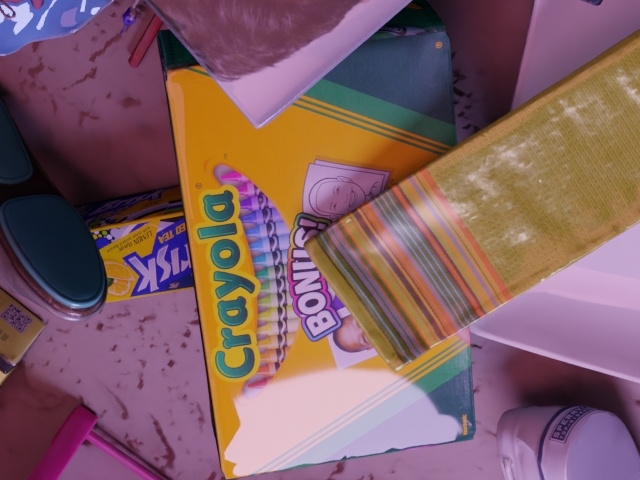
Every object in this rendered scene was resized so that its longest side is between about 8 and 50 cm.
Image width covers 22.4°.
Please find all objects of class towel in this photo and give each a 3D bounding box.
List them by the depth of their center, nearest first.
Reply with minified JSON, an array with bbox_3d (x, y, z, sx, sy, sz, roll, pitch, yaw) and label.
[{"bbox_3d":[0.112,-0.019,0.922,0.237,0.021,0.102,-32,111,16],"label":"towel"}]

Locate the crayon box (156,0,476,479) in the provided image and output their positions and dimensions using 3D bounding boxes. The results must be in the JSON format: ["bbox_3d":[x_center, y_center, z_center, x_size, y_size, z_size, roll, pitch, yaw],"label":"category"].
[{"bbox_3d":[0.000,0.000,0.994,0.165,0.081,0.278,-9,115,-5],"label":"crayon box"}]

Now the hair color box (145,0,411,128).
[{"bbox_3d":[0.052,-0.249,0.795,0.374,0.113,0.185,-40,99,13],"label":"hair color box"}]

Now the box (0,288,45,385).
[{"bbox_3d":[-0.303,0.123,1.224,0.087,0.058,0.232,38,122,-3],"label":"box"}]

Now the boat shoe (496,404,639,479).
[{"bbox_3d":[0.189,0.218,1.091,0.084,0.095,0.258,5,120,50],"label":"boat shoe"}]

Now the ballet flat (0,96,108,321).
[{"bbox_3d":[-0.206,-0.018,1.069,0.213,0.072,0.068,57,132,25],"label":"ballet flat"}]

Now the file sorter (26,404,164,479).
[{"bbox_3d":[-0.196,0.309,1.151,0.182,0.291,0.202,34,123,-4],"label":"file sorter"}]

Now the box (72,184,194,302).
[{"bbox_3d":[-0.111,0.000,1.090,0.169,0.054,0.059,-9,114,25],"label":"box"}]

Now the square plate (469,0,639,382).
[{"bbox_3d":[0.279,-0.049,0.926,0.347,0.049,0.344,16,122,11],"label":"square plate"}]

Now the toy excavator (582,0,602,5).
[{"bbox_3d":[0.266,-0.113,0.638,0.445,0.433,0.222,41,106,17],"label":"toy excavator"}]

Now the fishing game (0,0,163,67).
[{"bbox_3d":[-0.190,-0.178,0.949,0.264,0.041,0.189,12,130,-31],"label":"fishing game"}]
